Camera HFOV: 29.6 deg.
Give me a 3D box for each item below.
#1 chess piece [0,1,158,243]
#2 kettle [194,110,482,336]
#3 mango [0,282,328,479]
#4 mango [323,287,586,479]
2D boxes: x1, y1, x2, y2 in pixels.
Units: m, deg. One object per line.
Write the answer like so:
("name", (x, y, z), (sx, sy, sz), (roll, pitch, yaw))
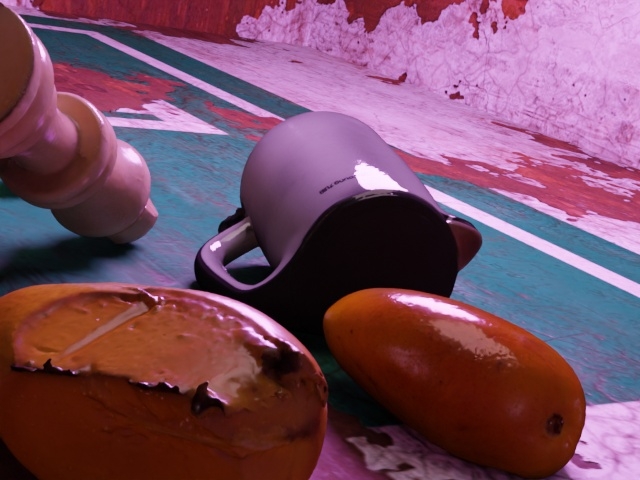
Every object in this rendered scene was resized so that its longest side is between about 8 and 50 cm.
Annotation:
("chess piece", (-0.227, -0.073, 1.038), (0.117, 0.117, 0.397), (16, -11, 13))
("kettle", (0.000, 0.000, 1.119), (0.240, 0.165, 0.255), (-20, 25, -5))
("mango", (-0.113, 0.087, 0.720), (0.252, 0.126, 0.154), (13, 24, 32))
("mango", (0.096, 0.093, 0.905), (0.217, 0.102, 0.141), (23, 11, 27))
